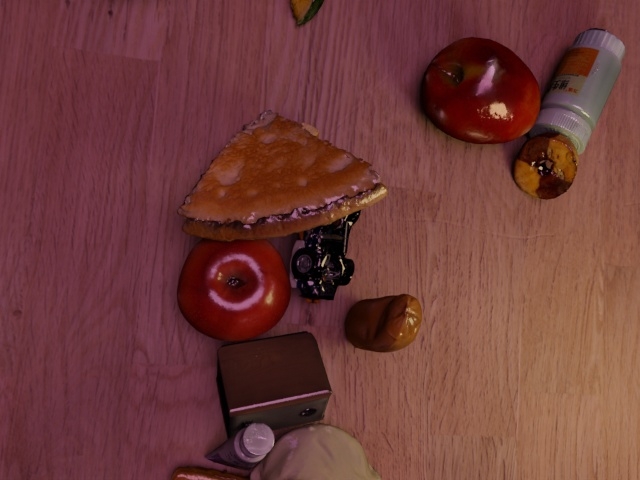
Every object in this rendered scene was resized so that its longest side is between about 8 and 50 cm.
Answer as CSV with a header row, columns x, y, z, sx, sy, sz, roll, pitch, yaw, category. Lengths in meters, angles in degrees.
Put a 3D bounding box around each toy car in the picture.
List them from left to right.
x,y,z,sx,sy,sz,roll,pitch,yaw,category
-0.002,0.001,1.606,0.118,0.193,0.301,5,85,32,toy car

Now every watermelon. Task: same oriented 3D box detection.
x,y,z,sx,sy,sz,roll,pitch,yaw,category
-0.043,-0.709,1.701,0.129,0.123,0.301,-16,86,7,watermelon

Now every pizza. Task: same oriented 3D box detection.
x,y,z,sx,sy,sz,roll,pitch,yaw,category
-0.125,-0.113,1.491,0.392,0.435,0.080,-37,138,-23,pizza

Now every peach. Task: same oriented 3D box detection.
x,y,z,sx,sy,sz,roll,pitch,yaw,category
0.429,-0.381,1.751,0.338,0.281,0.281,12,80,-47,peach

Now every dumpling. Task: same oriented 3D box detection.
x,y,z,sx,sy,sz,roll,pitch,yaw,category
0.011,0.523,1.519,0.318,0.243,0.187,2,90,-19,dumpling

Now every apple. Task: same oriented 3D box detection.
x,y,z,sx,sy,sz,roll,pitch,yaw,category
-0.199,0.102,1.522,0.260,0.216,0.260,1,82,-9,apple

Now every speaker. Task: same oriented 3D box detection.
x,y,z,sx,sy,sz,roll,pitch,yaw,category
-0.111,0.329,1.523,0.231,0.153,0.192,-8,54,-16,speaker

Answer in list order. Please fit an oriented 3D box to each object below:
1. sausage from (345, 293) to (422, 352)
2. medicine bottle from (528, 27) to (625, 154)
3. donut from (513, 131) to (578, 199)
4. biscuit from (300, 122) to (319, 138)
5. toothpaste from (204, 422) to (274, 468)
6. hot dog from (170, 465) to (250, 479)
x,y,z,sx,sy,sz,roll,pitch,yaw,category
0.148,0.191,1.525,0.116,0.354,0.134,36,77,-7,sausage
0.700,-0.403,1.818,0.158,0.158,0.318,31,79,-9,medicine bottle
0.603,-0.202,1.776,0.073,0.166,0.184,-40,140,-39,donut
-0.075,-0.208,1.665,0.056,0.052,0.188,33,77,8,biscuit
-0.173,0.463,1.460,0.114,0.299,0.073,18,58,-12,toothpaste
-0.207,0.580,1.553,0.286,0.061,0.088,20,83,-13,hot dog
